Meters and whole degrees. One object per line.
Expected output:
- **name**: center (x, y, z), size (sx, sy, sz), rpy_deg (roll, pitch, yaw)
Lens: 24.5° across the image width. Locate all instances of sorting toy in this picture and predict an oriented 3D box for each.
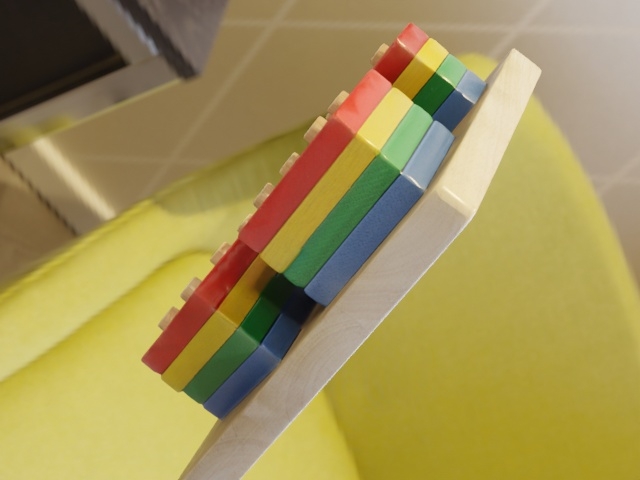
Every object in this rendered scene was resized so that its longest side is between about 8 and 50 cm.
- **sorting toy**: center (0.000, 0.000, 0.865), size (0.089, 0.255, 0.257), rpy_deg (38, 27, -2)
